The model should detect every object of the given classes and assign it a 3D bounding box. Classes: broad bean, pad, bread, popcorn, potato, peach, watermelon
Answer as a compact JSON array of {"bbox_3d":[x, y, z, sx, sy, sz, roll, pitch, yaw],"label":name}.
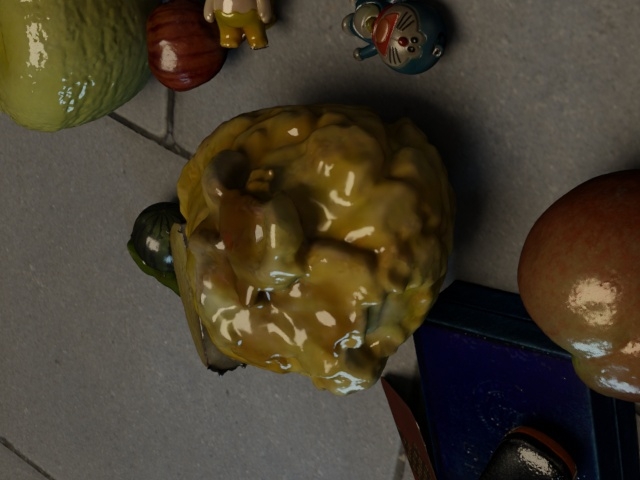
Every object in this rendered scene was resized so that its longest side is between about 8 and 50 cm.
[{"bbox_3d":[-0.223,0.063,2.126,0.256,0.052,0.053,31,93,29],"label":"broad bean"},{"bbox_3d":[0.146,0.331,1.902,0.181,0.004,0.267,-138,27,-71],"label":"pad"},{"bbox_3d":[-0.375,-0.314,1.868,0.320,0.237,0.320,11,106,44],"label":"bread"},{"bbox_3d":[-0.002,-0.003,1.658,0.390,0.354,0.344,-115,5,-70],"label":"popcorn"},{"bbox_3d":[-0.143,0.068,1.998,0.098,0.138,0.243,-162,60,-67],"label":"potato"},{"bbox_3d":[0.346,0.043,1.425,0.252,0.252,0.252,24,131,31],"label":"peach"},{"bbox_3d":[-0.239,0.005,2.056,0.105,0.105,0.133,25,129,30],"label":"watermelon"}]

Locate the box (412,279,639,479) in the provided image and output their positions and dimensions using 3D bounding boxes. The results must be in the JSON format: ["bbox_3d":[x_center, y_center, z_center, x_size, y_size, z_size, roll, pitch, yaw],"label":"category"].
[{"bbox_3d":[0.265,0.218,1.710,0.261,0.116,0.279,11,125,39],"label":"box"}]

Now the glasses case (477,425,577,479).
[{"bbox_3d":[0.243,0.329,1.667,0.103,0.067,0.266,38,142,17],"label":"glasses case"}]

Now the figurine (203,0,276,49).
[{"bbox_3d":[-0.104,-0.364,1.670,0.156,0.131,0.246,3,123,3],"label":"figurine"}]

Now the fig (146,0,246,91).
[{"bbox_3d":[-0.174,-0.277,1.813,0.128,0.150,0.128,51,168,16],"label":"fig"}]

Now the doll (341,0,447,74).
[{"bbox_3d":[0.092,-0.251,1.585,0.152,0.085,0.114,36,118,37],"label":"doll"}]
